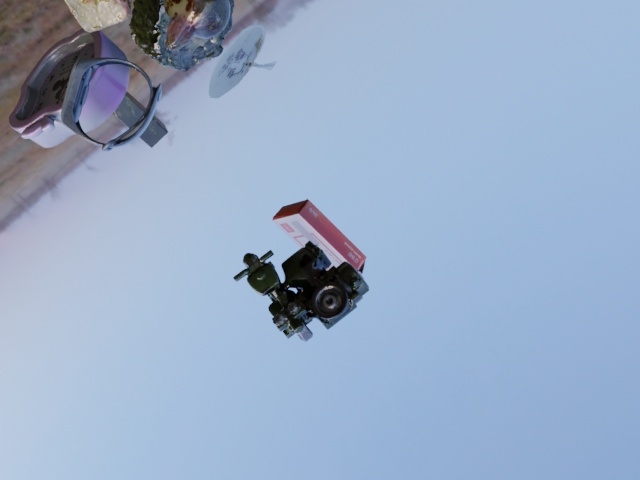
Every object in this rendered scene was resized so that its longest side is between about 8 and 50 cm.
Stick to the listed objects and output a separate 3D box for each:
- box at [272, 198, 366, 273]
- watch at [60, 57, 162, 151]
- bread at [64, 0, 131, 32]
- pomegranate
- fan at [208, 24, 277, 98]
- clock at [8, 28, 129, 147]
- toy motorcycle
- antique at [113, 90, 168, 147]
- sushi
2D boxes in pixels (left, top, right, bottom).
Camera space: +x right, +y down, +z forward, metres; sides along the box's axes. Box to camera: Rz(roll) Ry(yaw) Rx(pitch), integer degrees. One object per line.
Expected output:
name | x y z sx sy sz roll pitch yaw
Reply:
box | 0.000 0.000 1.553 0.123 0.229 0.050 -9 -138 54
watch | -0.465 -0.300 1.426 0.068 0.193 0.206 -142 -112 -81
bread | -0.432 -0.535 1.175 0.114 0.184 0.274 -22 -129 -1
pomegranate | -0.256 -0.462 1.294 0.125 0.138 0.163 -45 -163 50
fan | -0.201 -0.488 1.773 0.233 0.012 0.415 -51 176 18
clock | -0.637 -0.384 1.642 0.339 0.102 0.338 -18 -127 26
toy motorcycle | -0.039 0.084 1.300 0.205 0.127 0.275 -38 -128 -4
antique | -0.606 -0.408 2.090 0.080 0.221 0.081 -43 -140 5
sushi | -0.414 -0.710 1.972 0.294 0.178 0.352 -20 144 -39
